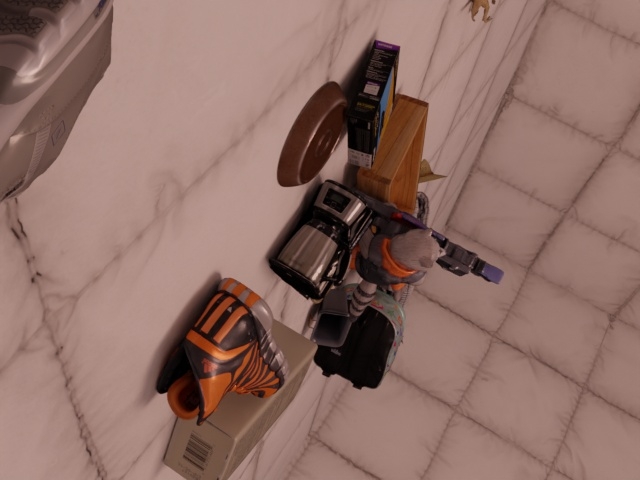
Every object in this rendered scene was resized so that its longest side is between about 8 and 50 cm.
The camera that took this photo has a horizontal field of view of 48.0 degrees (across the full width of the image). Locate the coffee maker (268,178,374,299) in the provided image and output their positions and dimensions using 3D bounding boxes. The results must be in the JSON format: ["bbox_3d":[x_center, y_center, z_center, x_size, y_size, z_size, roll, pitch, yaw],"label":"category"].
[{"bbox_3d":[0.000,0.000,1.233,0.178,0.120,0.171,-56,-173,-12],"label":"coffee maker"}]

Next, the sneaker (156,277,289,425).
[{"bbox_3d":[-0.151,0.196,1.071,0.180,0.124,0.321,-50,154,-23],"label":"sneaker"}]

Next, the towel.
[{"bbox_3d":[0.213,0.025,1.974,0.235,0.121,0.284,88,15,-70],"label":"towel"}]

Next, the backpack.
[{"bbox_3d":[0.113,0.242,1.935,0.191,0.225,0.253,-48,155,-53],"label":"backpack"}]

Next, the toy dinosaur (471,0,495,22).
[{"bbox_3d":[0.348,-0.523,1.566,0.183,0.053,0.092,-64,154,-20],"label":"toy dinosaur"}]

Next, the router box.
[{"bbox_3d":[0.082,-0.209,1.131,0.179,0.046,0.133,82,27,-73],"label":"router box"}]

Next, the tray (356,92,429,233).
[{"bbox_3d":[0.145,-0.100,1.522,0.411,0.076,0.203,82,32,-62],"label":"tray"}]

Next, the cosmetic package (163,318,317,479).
[{"bbox_3d":[-0.138,0.293,1.309,0.309,0.113,0.160,-42,158,-57],"label":"cosmetic package"}]

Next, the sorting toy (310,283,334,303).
[{"bbox_3d":[0.085,-0.010,1.667,0.307,0.041,0.229,-49,163,-42],"label":"sorting toy"}]

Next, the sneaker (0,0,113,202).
[{"bbox_3d":[-0.189,-0.035,0.370,0.281,0.105,0.115,-56,167,-22],"label":"sneaker"}]

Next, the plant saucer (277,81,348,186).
[{"bbox_3d":[-0.005,-0.146,1.034,0.168,0.029,0.168,-56,166,-21],"label":"plant saucer"}]

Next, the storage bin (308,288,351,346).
[{"bbox_3d":[0.021,0.186,1.777,0.135,0.098,0.091,106,-9,-46],"label":"storage bin"}]

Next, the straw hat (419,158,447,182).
[{"bbox_3d":[0.270,-0.187,1.938,0.144,0.144,0.061,-25,103,-69],"label":"straw hat"}]

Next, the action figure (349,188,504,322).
[{"bbox_3d":[0.161,0.062,1.373,0.179,0.341,0.330,-66,-175,-21],"label":"action figure"}]
